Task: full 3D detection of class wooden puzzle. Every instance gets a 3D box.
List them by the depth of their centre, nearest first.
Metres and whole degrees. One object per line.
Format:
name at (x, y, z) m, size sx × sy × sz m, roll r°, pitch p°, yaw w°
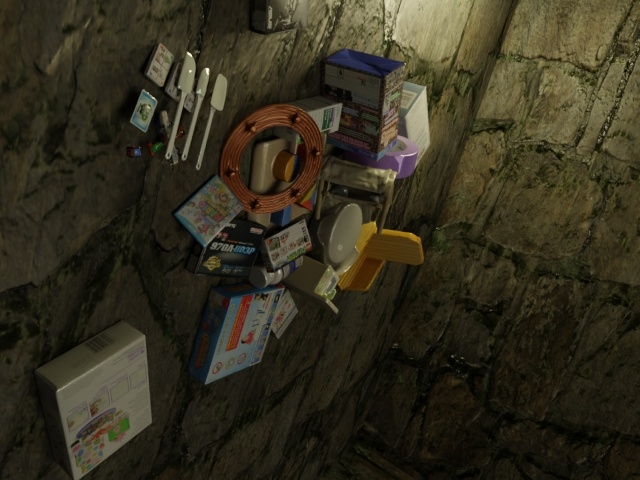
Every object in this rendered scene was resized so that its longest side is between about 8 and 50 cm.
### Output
wooden puzzle at (-0.092, -0.185, 1.655) m, size 0.348 × 0.081 × 0.322 m, roll -28°, pitch 136°, yaw -51°

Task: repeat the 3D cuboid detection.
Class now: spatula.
spatula at (-0.290, -0.292, 1.196) m, size 0.168 × 0.019 × 0.241 m, roll 15°, pitch 88°, yaw -70°

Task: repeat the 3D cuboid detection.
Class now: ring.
ring at (-0.130, -0.223, 1.464) m, size 0.337 × 0.032 × 0.336 m, roll -21°, pitch 131°, yaw -26°

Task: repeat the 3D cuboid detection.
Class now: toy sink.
toy sink at (-0.020, 0.151, 1.904) m, size 0.131 × 0.234 × 0.153 m, roll -59°, pitch 153°, yaw -12°

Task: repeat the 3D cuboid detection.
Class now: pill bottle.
pill bottle at (-0.156, 0.084, 1.729) m, size 0.187 × 0.112 × 0.112 m, roll -33°, pitch 140°, yaw -47°

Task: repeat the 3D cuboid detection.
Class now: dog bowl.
dog bowl at (0.073, -0.037, 2.041) m, size 0.349 × 0.102 × 0.348 m, roll -37°, pitch 137°, yaw -44°

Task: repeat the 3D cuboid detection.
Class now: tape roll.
tape roll at (0.221, -0.325, 1.900) m, size 0.275 × 0.275 × 0.090 m, roll -32°, pitch 138°, yaw -49°

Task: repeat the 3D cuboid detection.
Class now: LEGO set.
LEGO set at (-0.357, -0.279, 1.134) m, size 0.182 × 0.060 × 0.244 m, roll 38°, pitch 67°, yaw -64°

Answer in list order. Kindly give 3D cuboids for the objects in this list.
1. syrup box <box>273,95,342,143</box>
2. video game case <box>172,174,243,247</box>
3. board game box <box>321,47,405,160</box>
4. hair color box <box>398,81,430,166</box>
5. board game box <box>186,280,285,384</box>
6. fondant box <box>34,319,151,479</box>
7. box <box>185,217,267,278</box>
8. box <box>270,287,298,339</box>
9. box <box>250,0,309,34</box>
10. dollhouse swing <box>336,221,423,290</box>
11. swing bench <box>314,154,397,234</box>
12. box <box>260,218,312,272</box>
syrup box at (-0.035, -0.378, 1.577) m, size 0.237 × 0.096 × 0.093 m, roll -30°, pitch 138°, yaw -49°
video game case at (-0.296, -0.079, 1.361) m, size 0.119 × 0.015 × 0.166 m, roll 52°, pitch 59°, yaw -22°
board game box at (0.133, -0.447, 1.678) m, size 0.141 × 0.232 × 0.291 m, roll -43°, pitch 147°, yaw -39°
hair color box at (0.387, -0.492, 2.255) m, size 0.185 × 0.114 × 0.374 m, roll -56°, pitch 152°, yaw -18°
board game box at (-0.277, 0.293, 1.711) m, size 0.302 × 0.086 × 0.308 m, roll -3°, pitch 114°, yaw -61°
fondant box at (-0.552, 0.398, 1.274) m, size 0.238 × 0.096 × 0.330 m, roll -33°, pitch 139°, yaw -48°
box at (-0.271, 0.019, 1.490) m, size 0.220 × 0.051 × 0.175 m, roll 12°, pitch 102°, yaw -54°
box at (-0.158, 0.282, 1.981) m, size 0.145 × 0.038 × 0.186 m, roll -53°, pitch 151°, yaw -24°
box at (-0.096, -0.648, 1.274) m, size 0.183 × 0.056 × 0.231 m, roll -35°, pitch 141°, yaw -46°
dollhouse swing at (0.259, 0.110, 2.317) m, size 0.315 × 0.305 × 0.347 m, roll -58°, pitch 154°, yaw -16°
swing bench at (0.121, -0.176, 1.765) m, size 0.254 × 0.253 × 0.165 m, roll 91°, pitch 17°, yaw -58°
box at (-0.112, 0.015, 1.672) m, size 0.207 × 0.036 × 0.114 m, roll -31°, pitch 111°, yaw -48°
